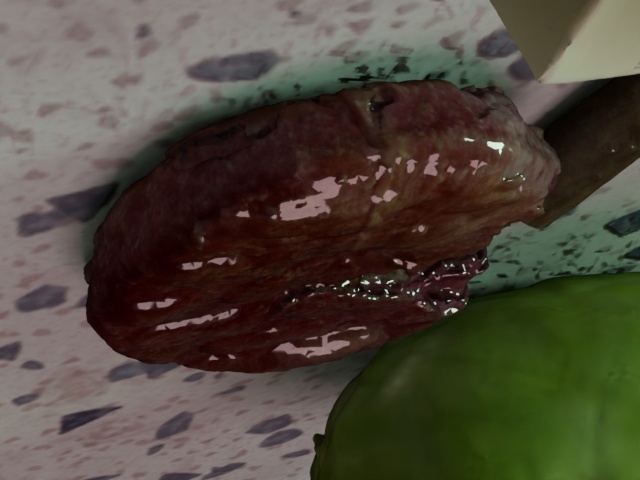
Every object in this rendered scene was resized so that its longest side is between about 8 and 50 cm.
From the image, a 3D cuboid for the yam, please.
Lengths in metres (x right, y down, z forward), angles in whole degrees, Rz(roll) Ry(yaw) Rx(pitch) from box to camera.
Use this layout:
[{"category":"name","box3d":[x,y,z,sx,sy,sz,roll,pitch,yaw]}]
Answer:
[{"category":"yam","box3d":[0.192,-0.097,0.620,0.327,0.045,0.045,-38,-173,41]}]

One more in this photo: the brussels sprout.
[{"category":"brussels sprout","box3d":[0.143,0.144,0.871,0.274,0.242,0.317,-23,162,27]}]

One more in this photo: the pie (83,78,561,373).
[{"category":"pie","box3d":[0.000,0.000,0.674,0.204,0.054,0.218,-3,155,-30]}]

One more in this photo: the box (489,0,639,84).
[{"category":"box","box3d":[0.150,-0.141,0.417,0.168,0.095,0.212,-10,155,-23]}]
